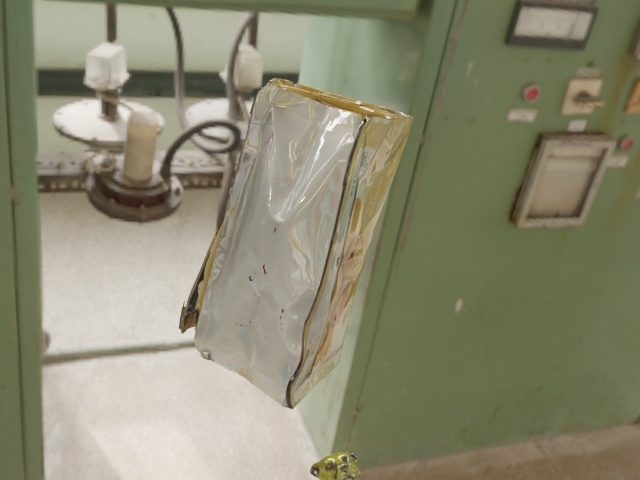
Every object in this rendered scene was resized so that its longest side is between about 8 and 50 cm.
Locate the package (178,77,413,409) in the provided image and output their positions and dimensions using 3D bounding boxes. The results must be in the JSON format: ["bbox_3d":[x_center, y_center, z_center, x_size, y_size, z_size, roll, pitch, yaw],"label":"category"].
[{"bbox_3d":[-0.031,-0.010,0.876,0.165,0.311,0.221,20,15,14],"label":"package"}]

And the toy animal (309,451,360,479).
[{"bbox_3d":[0.087,0.252,0.714,0.181,0.073,0.136,2,49,-32],"label":"toy animal"}]
